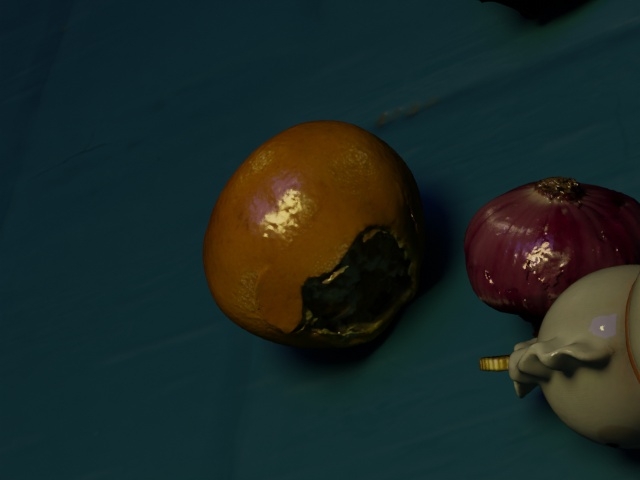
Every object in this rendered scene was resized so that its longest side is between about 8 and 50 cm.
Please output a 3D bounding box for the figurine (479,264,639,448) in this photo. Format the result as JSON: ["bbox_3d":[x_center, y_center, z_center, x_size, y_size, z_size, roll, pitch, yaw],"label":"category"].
[{"bbox_3d":[0.190,0.046,1.005,0.271,0.143,0.143,8,59,48],"label":"figurine"}]

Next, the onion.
[{"bbox_3d":[0.142,0.013,1.133,0.115,0.115,0.104,17,111,52],"label":"onion"}]

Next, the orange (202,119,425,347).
[{"bbox_3d":[0.000,0.000,1.247,0.134,0.155,0.155,36,79,13],"label":"orange"}]

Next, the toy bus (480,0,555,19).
[{"bbox_3d":[0.220,-0.334,1.361,0.386,0.171,0.162,-41,24,5],"label":"toy bus"}]
